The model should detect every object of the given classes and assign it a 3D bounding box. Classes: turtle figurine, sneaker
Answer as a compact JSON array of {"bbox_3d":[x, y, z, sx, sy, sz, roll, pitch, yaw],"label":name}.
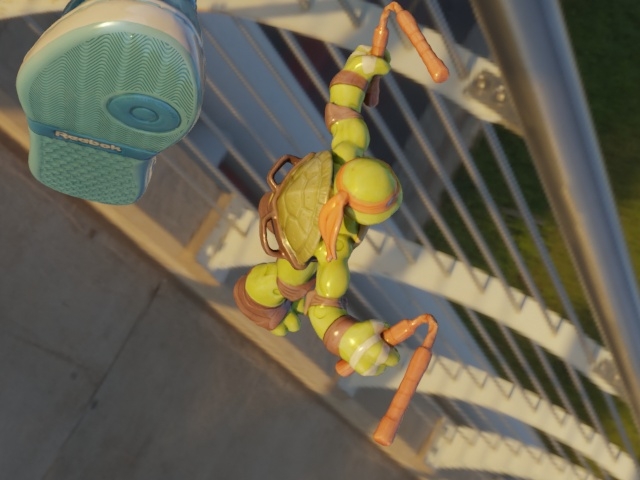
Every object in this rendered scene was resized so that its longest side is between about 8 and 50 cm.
[{"bbox_3d":[0.000,0.000,0.634,0.087,0.217,0.269,5,73,-18],"label":"turtle figurine"},{"bbox_3d":[-0.148,-0.167,0.762,0.127,0.319,0.208,18,70,-18],"label":"sneaker"}]
